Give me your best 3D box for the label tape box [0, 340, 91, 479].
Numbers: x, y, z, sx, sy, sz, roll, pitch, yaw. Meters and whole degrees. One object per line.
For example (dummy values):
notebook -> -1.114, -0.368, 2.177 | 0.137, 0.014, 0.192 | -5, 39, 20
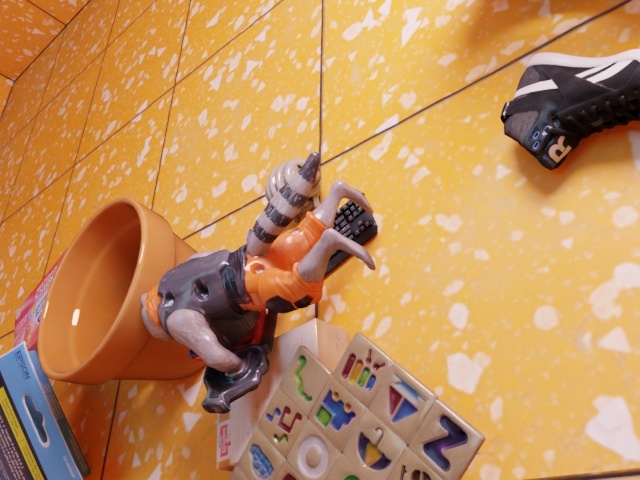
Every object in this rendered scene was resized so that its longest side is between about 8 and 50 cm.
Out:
label tape box -> -0.530, 0.342, 1.075 | 0.348, 0.115, 0.249 | -32, 82, 27

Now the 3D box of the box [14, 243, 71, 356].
box -> -0.465, 0.123, 1.196 | 0.300, 0.142, 0.154 | -46, 42, 18

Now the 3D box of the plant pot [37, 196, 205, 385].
plant pot -> -0.284, 0.104, 0.971 | 0.291, 0.203, 0.290 | -26, 50, 35

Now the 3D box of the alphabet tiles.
alphabet tiles -> 0.017, 0.285, 0.626 | 0.285, 0.011, 0.342 | 36, 104, 38

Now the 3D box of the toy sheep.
toy sheep -> -0.043, -0.076, 0.920 | 0.132, 0.091, 0.091 | -29, 48, 46

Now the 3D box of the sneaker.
sneaker -> 0.281, -0.123, 0.619 | 0.217, 0.079, 0.121 | 29, 93, 59

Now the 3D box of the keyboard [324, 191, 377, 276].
keyboard -> 0.000, 0.000, 0.876 | 0.180, 0.023, 0.108 | -40, 43, 22

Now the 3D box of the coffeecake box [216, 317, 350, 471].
coffeecake box -> -0.047, 0.202, 0.767 | 0.185, 0.068, 0.142 | -29, 50, 32

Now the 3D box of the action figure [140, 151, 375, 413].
action figure -> -0.095, 0.023, 0.779 | 0.330, 0.178, 0.341 | -30, 30, 15
